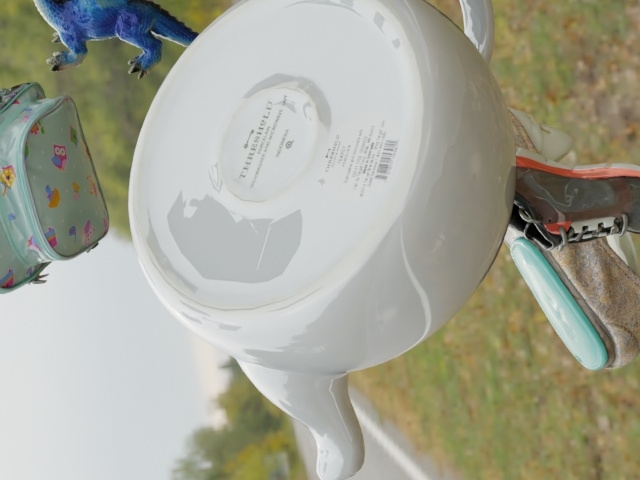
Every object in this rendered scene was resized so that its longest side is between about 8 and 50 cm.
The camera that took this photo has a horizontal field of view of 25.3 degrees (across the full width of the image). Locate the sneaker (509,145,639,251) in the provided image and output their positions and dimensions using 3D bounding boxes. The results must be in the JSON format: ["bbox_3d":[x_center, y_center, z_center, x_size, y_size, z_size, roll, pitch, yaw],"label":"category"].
[{"bbox_3d":[0.171,-0.015,0.952,0.061,0.158,0.064,85,-163,-56],"label":"sneaker"}]

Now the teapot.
[{"bbox_3d":[0.023,-0.031,0.868,0.187,0.256,0.252,28,-149,-50],"label":"teapot"}]

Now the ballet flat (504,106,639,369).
[{"bbox_3d":[0.195,-0.034,1.266,0.316,0.106,0.107,56,163,0],"label":"ballet flat"}]

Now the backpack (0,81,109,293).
[{"bbox_3d":[-0.275,-0.037,1.206,0.188,0.144,0.165,-43,-54,-56],"label":"backpack"}]

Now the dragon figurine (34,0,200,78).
[{"bbox_3d":[-0.208,-0.246,1.438,0.144,0.289,0.085,95,179,-46],"label":"dragon figurine"}]
